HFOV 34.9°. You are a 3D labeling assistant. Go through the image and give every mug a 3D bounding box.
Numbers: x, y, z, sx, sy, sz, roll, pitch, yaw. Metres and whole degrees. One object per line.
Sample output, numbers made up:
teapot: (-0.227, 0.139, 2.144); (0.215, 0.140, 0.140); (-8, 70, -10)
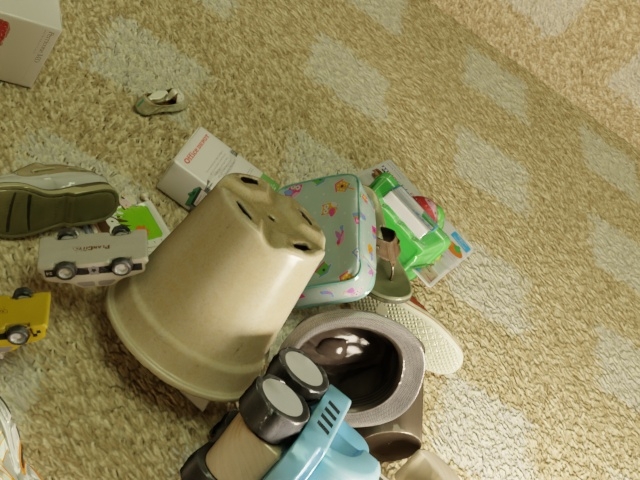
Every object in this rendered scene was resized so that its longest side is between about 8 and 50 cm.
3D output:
mug: (-0.217, 0.261, 1.830); (0.064, 0.062, 0.078); (33, 25, 2)

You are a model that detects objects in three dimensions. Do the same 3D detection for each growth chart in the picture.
growth chart: (-0.384, -0.014, 1.977); (0.172, 0.021, 0.237); (50, 37, 12)

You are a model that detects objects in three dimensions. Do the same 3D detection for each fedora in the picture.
fedora: (0.046, 0.220, 1.902); (0.275, 0.244, 0.124); (3, 22, -11)

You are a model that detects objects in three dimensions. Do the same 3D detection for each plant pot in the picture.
plant pot: (-0.159, 0.062, 1.806); (0.333, 0.305, 0.334); (32, 23, -16)

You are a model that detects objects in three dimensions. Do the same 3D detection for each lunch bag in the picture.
lunch bag: (0.000, 0.000, 2.129); (0.108, 0.224, 0.279); (51, 32, -52)

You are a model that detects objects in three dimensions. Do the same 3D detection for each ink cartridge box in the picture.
ink cartridge box: (-0.216, -0.117, 2.167); (0.219, 0.092, 0.160); (37, 37, -7)

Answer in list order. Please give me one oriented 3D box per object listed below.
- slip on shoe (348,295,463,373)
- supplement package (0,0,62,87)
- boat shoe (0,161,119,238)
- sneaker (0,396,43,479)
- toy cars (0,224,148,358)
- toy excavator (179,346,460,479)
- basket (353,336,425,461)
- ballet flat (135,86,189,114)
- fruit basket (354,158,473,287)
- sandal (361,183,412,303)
slip on shoe: (0.185, 0.163, 2.242); (0.331, 0.123, 0.101); (40, 33, 4)
supplement package: (-0.683, -0.452, 2.005); (0.292, 0.177, 0.175); (11, 47, -34)
boat shoe: (-0.525, -0.079, 1.856); (0.302, 0.113, 0.103); (-2, 35, -42)
sneaker: (-0.498, 0.325, 1.483); (0.121, 0.099, 0.262); (-18, 66, -44)
toy cars: (-0.456, 0.091, 1.699); (0.176, 0.087, 0.393); (31, 50, 30)
toy excavator: (0.037, 0.403, 1.757); (0.445, 0.222, 0.433); (41, 19, 2)
basket: (0.128, 0.309, 2.020); (0.204, 0.154, 0.227); (20, 46, -27)
ballet flat: (-0.344, -0.316, 2.281); (0.057, 0.052, 0.168); (49, 37, 9)
fruit basket: (0.216, -0.057, 2.444); (0.327, 0.165, 0.353); (48, 34, 8)
sandal: (0.115, 0.001, 2.191); (0.120, 0.086, 0.303); (-7, 64, -24)
